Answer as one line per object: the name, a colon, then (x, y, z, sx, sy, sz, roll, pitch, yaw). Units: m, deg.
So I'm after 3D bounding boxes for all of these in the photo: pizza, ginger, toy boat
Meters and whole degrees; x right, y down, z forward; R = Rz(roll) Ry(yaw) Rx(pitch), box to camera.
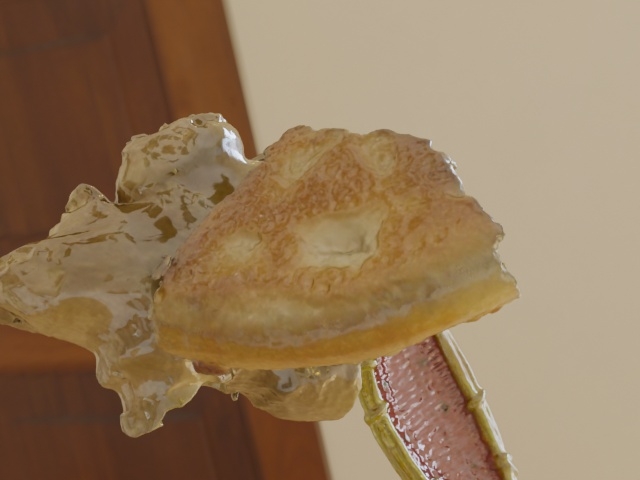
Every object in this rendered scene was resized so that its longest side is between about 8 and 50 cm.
pizza: (0.000, 0.000, 0.882, 0.182, 0.062, 0.161, -21, 47, 9)
ginger: (-0.101, 0.021, 1.139, 0.270, 0.219, 0.123, 8, -18, -28)
toy boat: (0.107, 0.162, 1.638, 0.141, 0.318, 0.099, -23, -4, -36)
